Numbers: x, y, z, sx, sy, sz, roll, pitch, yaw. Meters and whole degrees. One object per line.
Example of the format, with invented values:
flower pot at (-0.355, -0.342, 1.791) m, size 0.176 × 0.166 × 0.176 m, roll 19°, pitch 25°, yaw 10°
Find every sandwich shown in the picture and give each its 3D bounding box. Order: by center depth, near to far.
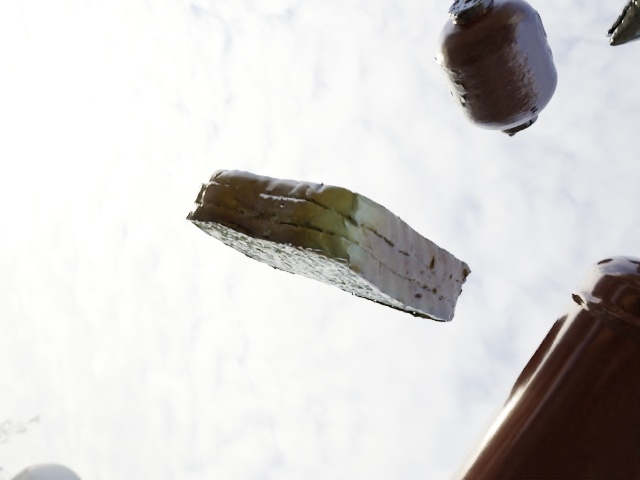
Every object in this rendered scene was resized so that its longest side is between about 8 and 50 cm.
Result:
sandwich at (0.000, 0.000, 0.750) m, size 0.301 × 0.271 × 0.099 m, roll 15°, pitch -104°, yaw 42°

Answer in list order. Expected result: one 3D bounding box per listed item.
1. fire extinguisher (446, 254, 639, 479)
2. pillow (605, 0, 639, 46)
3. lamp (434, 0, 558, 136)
fire extinguisher at (0.171, 0.103, 0.340) m, size 0.106 × 0.147 × 0.337 m, roll 37°, pitch -78°, yaw 32°
pillow at (0.474, -0.265, 0.552) m, size 0.228 × 0.326 × 0.101 m, roll 132°, pitch -40°, yaw -76°
lamp at (0.293, -0.293, 0.971) m, size 0.180 × 0.180 × 0.258 m, roll 7°, pitch -37°, yaw 46°
